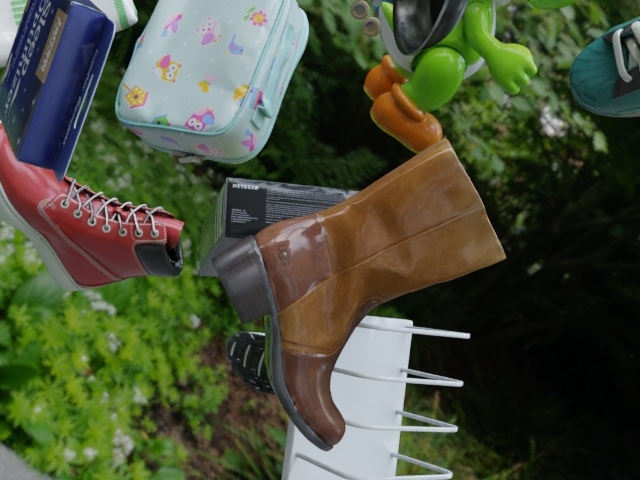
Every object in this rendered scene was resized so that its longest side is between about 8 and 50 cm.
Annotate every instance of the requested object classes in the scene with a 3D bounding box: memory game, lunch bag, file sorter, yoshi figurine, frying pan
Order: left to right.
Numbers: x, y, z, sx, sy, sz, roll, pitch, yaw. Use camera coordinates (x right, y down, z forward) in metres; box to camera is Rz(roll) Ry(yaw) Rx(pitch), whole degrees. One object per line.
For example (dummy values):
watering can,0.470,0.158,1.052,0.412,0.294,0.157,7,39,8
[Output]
lunch bag,-0.146,-0.241,1.283,0.224,0.279,0.108,13,-17,21
file sorter,0.081,0.249,1.269,0.192,0.278,0.173,9,-3,-33
memory game,0.139,-0.453,1.680,0.186,0.186,0.012,50,27,-10
frying pan,0.133,-0.353,0.945,0.053,0.326,0.197,9,10,-14
yoshi figurine,0.221,-0.282,1.165,0.203,0.362,0.203,45,29,15

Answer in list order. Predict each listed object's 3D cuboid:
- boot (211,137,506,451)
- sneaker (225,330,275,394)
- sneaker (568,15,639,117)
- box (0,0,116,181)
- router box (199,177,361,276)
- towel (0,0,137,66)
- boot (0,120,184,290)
boot,0.061,0.064,0.965,0.096,0.280,0.264,-137,-158,-75
sneaker,-0.040,0.228,1.643,0.271,0.100,0.108,16,9,2
sneaker,0.359,-0.200,0.846,0.121,0.302,0.108,10,69,-49
box,-0.234,-0.149,0.782,0.036,0.136,0.225,16,15,-32
router box,0.000,0.000,1.259,0.243,0.308,0.081,137,-44,-69
towel,-0.374,-0.290,0.947,0.038,0.324,0.248,122,-48,-74
boot,-0.249,-0.043,0.996,0.244,0.176,0.088,63,28,-43
